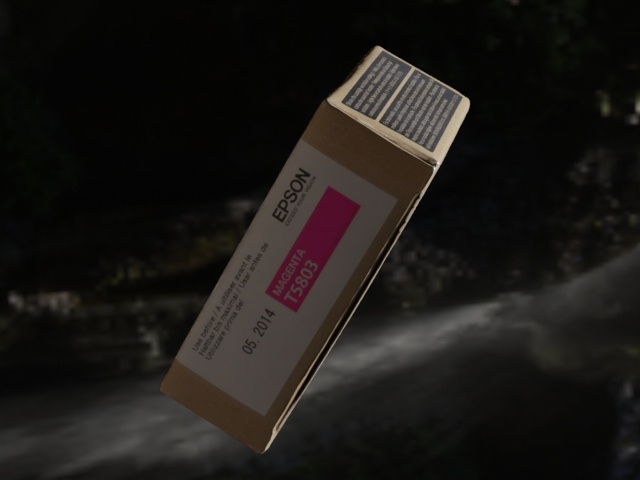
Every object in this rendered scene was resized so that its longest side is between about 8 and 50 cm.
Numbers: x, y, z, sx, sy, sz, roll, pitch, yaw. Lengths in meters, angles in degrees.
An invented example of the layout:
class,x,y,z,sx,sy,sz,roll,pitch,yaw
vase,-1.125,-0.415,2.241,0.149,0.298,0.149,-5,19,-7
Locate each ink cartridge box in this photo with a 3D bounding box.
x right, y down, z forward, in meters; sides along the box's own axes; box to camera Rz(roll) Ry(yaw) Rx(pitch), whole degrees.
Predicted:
class,x,y,z,sx,sy,sz,roll,pitch,yaw
ink cartridge box,0.000,0.000,1.239,0.088,0.193,0.234,32,-71,1
